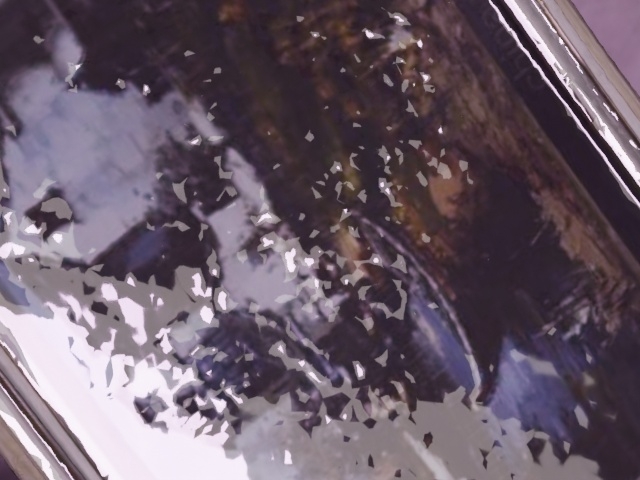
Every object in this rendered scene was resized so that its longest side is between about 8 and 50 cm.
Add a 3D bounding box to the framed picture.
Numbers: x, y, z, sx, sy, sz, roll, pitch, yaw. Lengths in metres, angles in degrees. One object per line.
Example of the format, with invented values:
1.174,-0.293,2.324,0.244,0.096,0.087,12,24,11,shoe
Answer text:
0.000,0.000,0.572,0.232,0.019,0.296,-38,96,-12,framed picture
